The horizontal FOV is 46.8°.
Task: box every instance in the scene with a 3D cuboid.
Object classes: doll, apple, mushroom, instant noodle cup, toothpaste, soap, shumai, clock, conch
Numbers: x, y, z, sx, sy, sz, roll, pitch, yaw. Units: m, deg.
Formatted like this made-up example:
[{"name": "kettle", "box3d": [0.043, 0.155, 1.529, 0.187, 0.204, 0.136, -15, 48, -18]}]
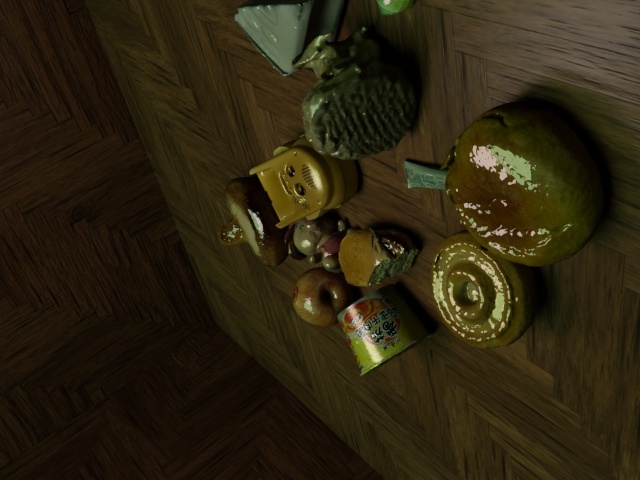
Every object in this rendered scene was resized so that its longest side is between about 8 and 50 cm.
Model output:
[{"name": "doll", "box3d": [0.000, -0.003, 2.340, 0.255, 0.196, 0.152, 32, 129, 32]}, {"name": "apple", "box3d": [0.006, 0.195, 2.551, 0.211, 0.211, 0.188, 59, 157, -7]}, {"name": "mushroom", "box3d": [-0.226, -0.076, 2.684, 0.345, 0.239, 0.345, 28, 157, 13]}, {"name": "instant noodle cup", "box3d": [0.184, 0.268, 2.265, 0.200, 0.264, 0.264, 59, 158, 11]}, {"name": "toothpaste", "box3d": [0.280, -0.148, 1.767, 0.069, 0.047, 0.268, 46, 166, -27]}, {"name": "soap", "box3d": [-0.079, -0.577, 1.785, 0.258, 0.159, 0.302, 53, 156, 14]}, {"name": "shumai", "box3d": [0.060, -0.349, 1.719, 0.314, 0.267, 0.262, 26, -151, -50]}, {"name": "clock", "box3d": [-0.031, -0.185, 2.168, 0.317, 0.200, 0.244, -17, 104, 58]}, {"name": "conch", "box3d": [0.161, -0.517, 1.485, 0.095, 0.079, 0.201, 62, 143, 21]}]

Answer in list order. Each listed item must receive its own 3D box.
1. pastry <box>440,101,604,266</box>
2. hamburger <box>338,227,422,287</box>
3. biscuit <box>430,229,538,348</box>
[{"name": "pastry", "box3d": [0.390, -0.105, 1.460, 0.356, 0.163, 0.356, 42, 150, 31]}, {"name": "hamburger", "box3d": [0.158, 0.044, 2.138, 0.245, 0.155, 0.282, 50, 152, 33]}, {"name": "biscuit", "box3d": [0.375, 0.117, 1.755, 0.296, 0.101, 0.297, 20, 116, 48]}]
